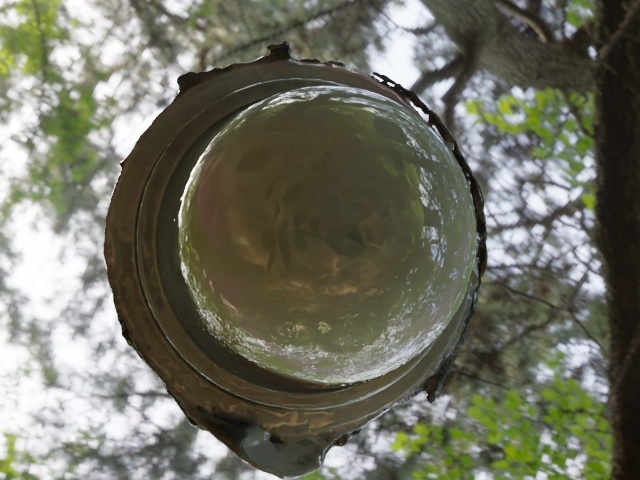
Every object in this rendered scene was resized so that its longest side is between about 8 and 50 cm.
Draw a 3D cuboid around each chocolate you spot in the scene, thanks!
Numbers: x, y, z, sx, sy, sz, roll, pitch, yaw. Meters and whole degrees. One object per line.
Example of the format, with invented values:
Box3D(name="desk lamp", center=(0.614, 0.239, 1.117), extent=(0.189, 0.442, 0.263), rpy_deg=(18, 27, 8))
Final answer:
Box3D(name="chocolate", center=(-0.005, 0.006, 0.571), extent=(0.221, 0.147, 0.221), rpy_deg=(0, -89, -5))
